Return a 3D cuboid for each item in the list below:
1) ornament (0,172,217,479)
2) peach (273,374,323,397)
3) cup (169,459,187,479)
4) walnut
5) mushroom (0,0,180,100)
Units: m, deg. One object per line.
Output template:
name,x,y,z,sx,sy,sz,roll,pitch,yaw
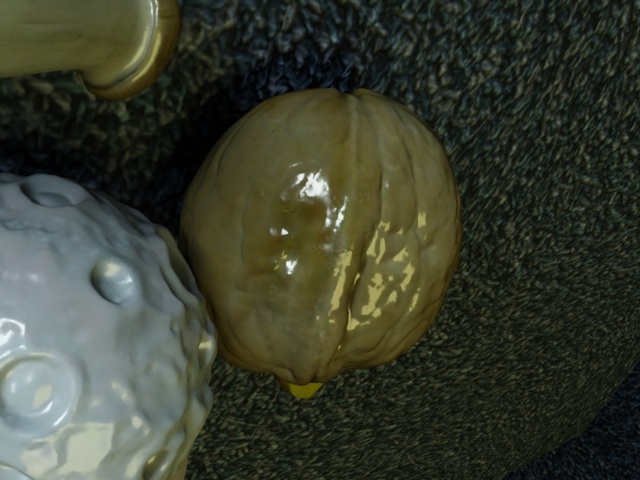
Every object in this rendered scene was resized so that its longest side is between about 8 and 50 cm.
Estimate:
ornament,-0.255,0.116,0.827,0.337,0.337,0.337,-27,149,-17
peach,-0.018,0.145,1.320,0.151,0.118,0.151,-45,-171,9
cup,-0.284,0.215,1.095,0.200,0.192,0.252,8,99,-48
walnut,0.000,-0.001,0.965,0.277,0.252,0.312,-5,111,-33
mushroom,-0.237,-0.166,0.637,0.128,0.128,0.350,-50,152,23
